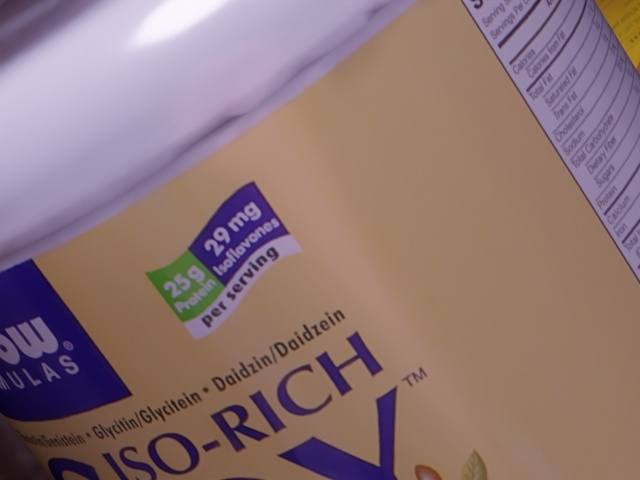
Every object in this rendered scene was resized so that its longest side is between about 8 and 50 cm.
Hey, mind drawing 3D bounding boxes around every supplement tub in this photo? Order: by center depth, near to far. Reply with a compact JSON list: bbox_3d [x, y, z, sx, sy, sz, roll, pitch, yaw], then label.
[{"bbox_3d":[0.000,0.000,0.631,0.241,0.241,0.331,-36,106,-3],"label":"supplement tub"}]

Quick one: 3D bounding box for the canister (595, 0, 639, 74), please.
[{"bbox_3d":[0.148,-0.066,0.736,0.126,0.073,0.170,-40,104,-3],"label":"canister"}]
